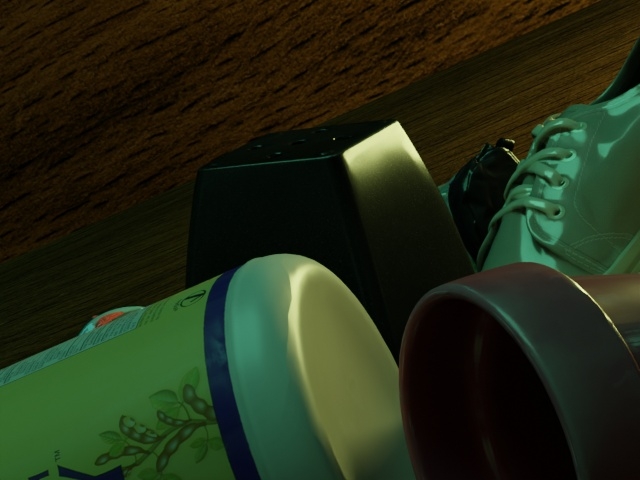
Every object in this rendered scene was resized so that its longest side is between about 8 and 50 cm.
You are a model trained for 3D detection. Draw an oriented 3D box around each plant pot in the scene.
[{"bbox_3d":[0.167,0.099,0.975,0.180,0.201,0.201,-14,5,-23],"label":"plant pot"},{"bbox_3d":[0.000,0.000,1.416,0.187,0.167,0.188,-4,14,29],"label":"plant pot"}]

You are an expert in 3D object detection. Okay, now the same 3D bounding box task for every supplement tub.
[{"bbox_3d":[-0.113,0.172,1.104,0.331,0.241,0.241,-24,11,16],"label":"supplement tub"}]

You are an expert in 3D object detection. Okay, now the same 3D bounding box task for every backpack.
[{"bbox_3d":[0.128,0.008,1.600,0.115,0.152,0.182,-22,-5,-33],"label":"backpack"}]

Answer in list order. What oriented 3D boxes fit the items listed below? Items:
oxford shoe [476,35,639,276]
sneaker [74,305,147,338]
[{"bbox_3d":[0.197,-0.022,1.398,0.449,0.130,0.169,-47,11,-25],"label":"oxford shoe"},{"bbox_3d":[-0.224,0.161,1.903,0.125,0.104,0.262,3,31,35],"label":"sneaker"}]
